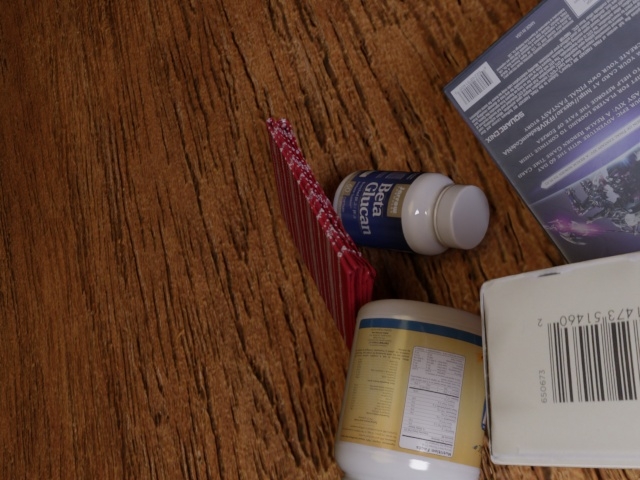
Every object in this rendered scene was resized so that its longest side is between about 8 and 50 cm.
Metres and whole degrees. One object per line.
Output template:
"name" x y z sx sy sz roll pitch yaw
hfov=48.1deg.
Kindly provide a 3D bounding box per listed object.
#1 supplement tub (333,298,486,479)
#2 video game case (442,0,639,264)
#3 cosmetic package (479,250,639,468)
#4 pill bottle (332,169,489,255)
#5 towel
"supplement tub" 0.093 0.171 0.719 0.144 0.144 0.199 -5 68 45
"video game case" 0.256 -0.084 0.623 0.196 0.026 0.274 -39 83 40
"cosmetic package" 0.256 0.091 0.472 0.160 0.309 0.113 -15 67 43
"pill bottle" 0.103 -0.032 0.821 0.169 0.094 0.094 7 83 46
"towel" 0.000 0.000 0.882 0.199 0.031 0.275 85 162 -51
